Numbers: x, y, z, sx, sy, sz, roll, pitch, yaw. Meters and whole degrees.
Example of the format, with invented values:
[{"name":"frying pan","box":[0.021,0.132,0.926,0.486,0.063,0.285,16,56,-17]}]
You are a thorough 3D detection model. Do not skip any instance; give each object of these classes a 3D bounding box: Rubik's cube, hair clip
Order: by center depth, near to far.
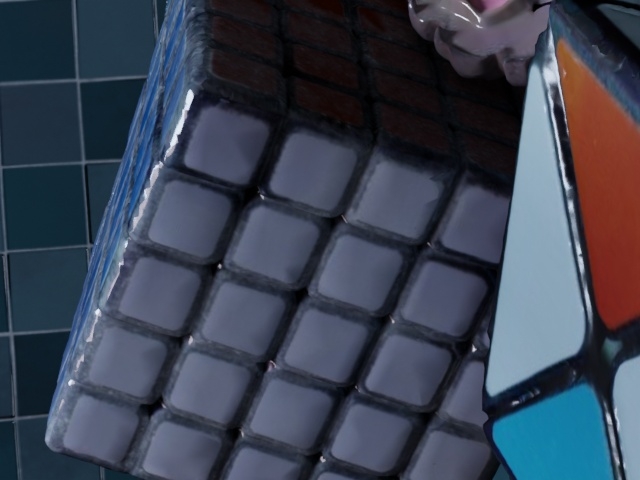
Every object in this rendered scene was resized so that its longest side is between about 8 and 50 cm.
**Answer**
[{"name":"Rubik's cube","box":[0.231,0.039,0.780,0.250,0.248,0.246,-120,29,-55]},{"name":"hair clip","box":[0.174,-0.200,0.960,0.069,0.300,0.173,42,-172,-42]},{"name":"Rubik's cube","box":[0.000,0.000,0.995,0.237,0.238,0.237,-91,21,-61]}]
